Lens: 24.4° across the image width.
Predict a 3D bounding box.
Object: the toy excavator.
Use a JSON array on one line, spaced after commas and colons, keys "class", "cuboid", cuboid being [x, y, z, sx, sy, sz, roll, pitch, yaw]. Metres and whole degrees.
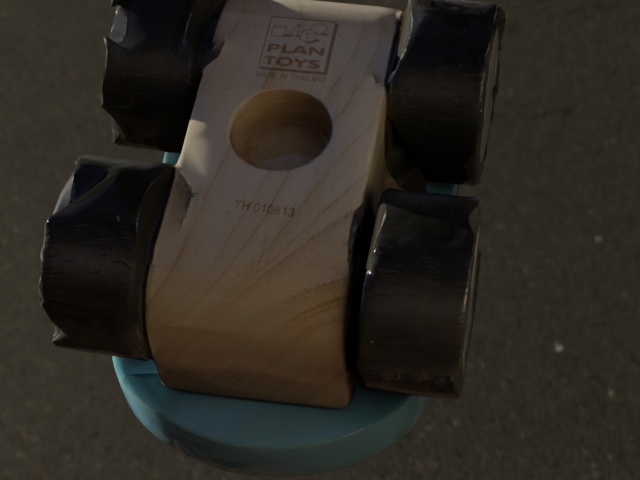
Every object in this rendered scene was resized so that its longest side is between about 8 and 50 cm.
[{"class": "toy excavator", "cuboid": [0.000, 0.000, 0.994, 0.222, 0.445, 0.433, 6, 54, 7]}]
